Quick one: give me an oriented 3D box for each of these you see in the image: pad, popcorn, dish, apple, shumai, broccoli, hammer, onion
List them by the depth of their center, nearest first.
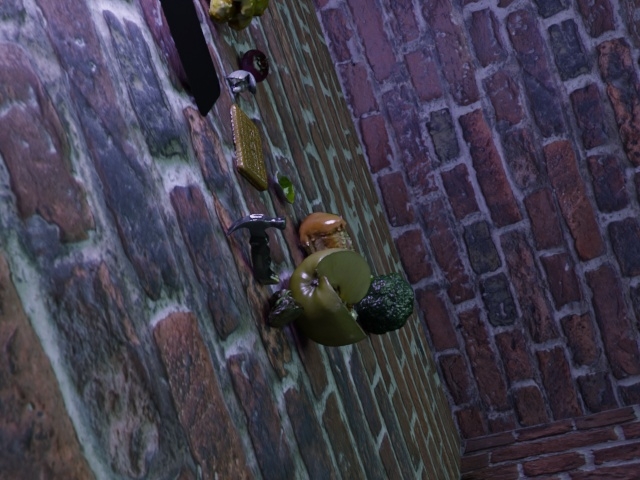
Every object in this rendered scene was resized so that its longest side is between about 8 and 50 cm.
[{"bbox_3d":[-0.160,0.028,1.535,0.041,0.158,0.227,-86,172,-50],"label":"hammer"},{"bbox_3d":[-0.384,-0.525,1.548,0.315,0.063,0.376,-83,160,-57],"label":"pad"},{"bbox_3d":[-0.107,0.182,1.591,0.087,0.099,0.123,59,10,18],"label":"shumai"},{"bbox_3d":[0.019,0.174,1.742,0.258,0.233,0.295,39,42,-45],"label":"apple"},{"bbox_3d":[-0.277,-0.820,1.856,0.276,0.225,0.277,17,60,-31],"label":"popcorn"},{"bbox_3d":[-0.135,-0.182,1.960,0.137,0.039,0.091,50,32,-50],"label":"dish"},{"bbox_3d":[-0.225,-0.620,2.023,0.115,0.104,0.115,23,61,-52],"label":"onion"},{"bbox_3d":[0.273,0.267,2.500,0.298,0.297,0.297,62,-7,-31],"label":"broccoli"}]

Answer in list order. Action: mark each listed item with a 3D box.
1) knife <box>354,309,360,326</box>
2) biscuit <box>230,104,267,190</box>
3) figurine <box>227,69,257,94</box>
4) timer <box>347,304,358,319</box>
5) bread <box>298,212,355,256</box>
[{"bbox_3d":[0.137,0.318,2.333,0.018,0.031,0.121,50,22,-52],"label":"knife"},{"bbox_3d":[-0.224,-0.291,1.806,0.172,0.029,0.255,42,34,-60],"label":"biscuit"},{"bbox_3d":[-0.259,-0.510,1.855,0.094,0.086,0.082,21,-55,55],"label":"figurine"},{"bbox_3d":[0.107,0.217,2.185,0.175,0.175,0.266,-73,158,-63],"label":"timer"},{"bbox_3d":[-0.009,0.003,2.022,0.133,0.251,0.174,-31,109,-29],"label":"bread"}]
